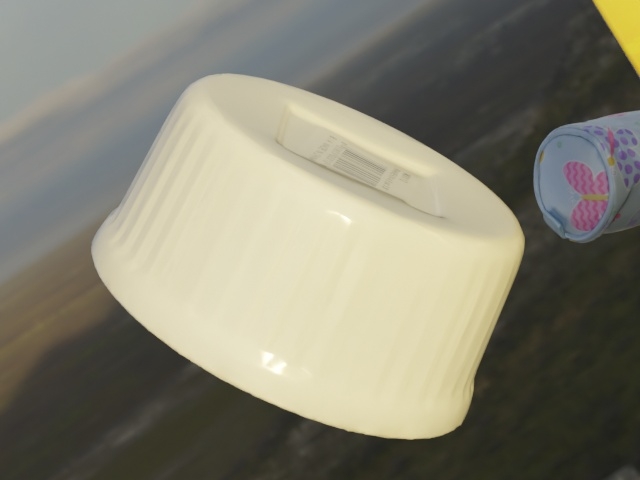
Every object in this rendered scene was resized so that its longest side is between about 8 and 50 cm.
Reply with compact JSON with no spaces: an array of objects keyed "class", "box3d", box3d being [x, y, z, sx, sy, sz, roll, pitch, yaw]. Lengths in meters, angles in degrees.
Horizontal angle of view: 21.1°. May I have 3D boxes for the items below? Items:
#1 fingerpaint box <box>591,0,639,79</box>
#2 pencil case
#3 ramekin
[{"class":"fingerpaint box","box3d":[0.339,-0.039,1.070,0.163,0.445,0.371,-32,2,16]},{"class":"pencil case","box3d":[0.338,-0.073,1.685,0.273,0.113,0.124,-11,-33,-34]},{"class":"ramekin","box3d":[0.000,0.000,1.143,0.277,0.277,0.135,-58,-7,-74]}]
